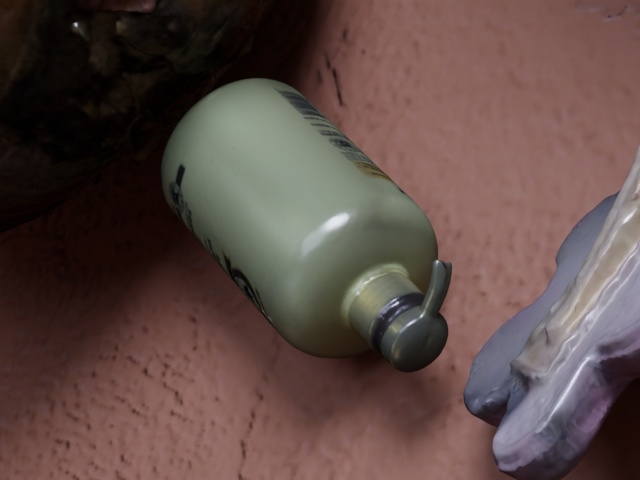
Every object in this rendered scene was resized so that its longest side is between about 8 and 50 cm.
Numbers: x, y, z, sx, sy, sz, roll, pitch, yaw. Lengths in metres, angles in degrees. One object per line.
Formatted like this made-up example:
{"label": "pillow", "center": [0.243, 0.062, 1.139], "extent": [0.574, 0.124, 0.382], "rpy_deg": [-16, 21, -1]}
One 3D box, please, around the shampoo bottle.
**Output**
{"label": "shampoo bottle", "center": [0.000, 0.000, 0.723], "extent": [0.079, 0.079, 0.162], "rpy_deg": [-49, 47, 6]}

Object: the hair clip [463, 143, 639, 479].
{"label": "hair clip", "center": [0.133, -0.029, 0.613], "extent": [0.257, 0.075, 0.146], "rpy_deg": [-62, 14, 1]}

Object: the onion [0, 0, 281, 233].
{"label": "onion", "center": [-0.157, -0.158, 0.803], "extent": [0.353, 0.353, 0.354], "rpy_deg": [-18, 57, 30]}
